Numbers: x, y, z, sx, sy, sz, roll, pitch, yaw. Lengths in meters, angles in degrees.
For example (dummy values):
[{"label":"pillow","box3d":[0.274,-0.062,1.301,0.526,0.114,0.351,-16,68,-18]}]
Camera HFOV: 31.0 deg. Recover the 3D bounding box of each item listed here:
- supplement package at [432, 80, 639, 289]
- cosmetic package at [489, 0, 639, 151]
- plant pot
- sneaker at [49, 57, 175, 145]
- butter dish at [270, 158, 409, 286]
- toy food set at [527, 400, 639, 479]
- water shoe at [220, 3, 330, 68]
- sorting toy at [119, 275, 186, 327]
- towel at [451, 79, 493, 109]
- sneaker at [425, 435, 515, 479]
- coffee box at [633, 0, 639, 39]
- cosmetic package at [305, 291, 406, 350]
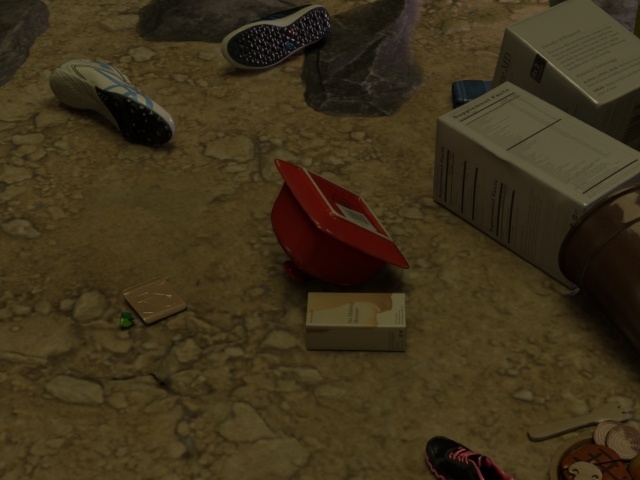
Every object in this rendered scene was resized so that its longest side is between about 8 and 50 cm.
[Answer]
[{"label":"supplement package","box3d":[0.274,-0.075,1.453,0.139,0.134,0.244,-28,47,-29]},{"label":"cosmetic package","box3d":[0.351,-0.208,1.577,0.151,0.151,0.184,-26,56,-26]},{"label":"plant pot","box3d":[0.377,0.049,1.291,0.167,0.167,0.165,-13,49,-14]},{"label":"sneaker","box3d":[-0.293,-0.210,1.673,0.237,0.085,0.086,28,52,29]},{"label":"butter dish","box3d":[0.000,0.000,1.394,0.160,0.118,0.160,24,21,-39]},{"label":"toy food set","box3d":[0.296,0.232,1.153,0.132,0.038,0.192,-13,41,-13]},{"label":"water shoe","box3d":[-0.079,-0.321,1.830,0.203,0.073,0.080,-23,22,-29]},{"label":"sorting toy","box3d":[-0.210,0.077,1.377,0.083,0.012,0.062,-22,48,-28]},{"label":"towel","box3d":[0.255,-0.213,1.704,0.119,0.029,0.067,-1,40,1]},{"label":"sneaker","box3d":[0.152,0.226,1.151,0.047,0.057,0.119,-31,47,-29]},{"label":"coffee box","box3d":[0.654,-0.282,1.536,0.338,0.334,0.337,-15,41,-16]},{"label":"cosmetic package","box3d":[0.041,0.093,1.328,0.115,0.041,0.060,0,40,1]}]
